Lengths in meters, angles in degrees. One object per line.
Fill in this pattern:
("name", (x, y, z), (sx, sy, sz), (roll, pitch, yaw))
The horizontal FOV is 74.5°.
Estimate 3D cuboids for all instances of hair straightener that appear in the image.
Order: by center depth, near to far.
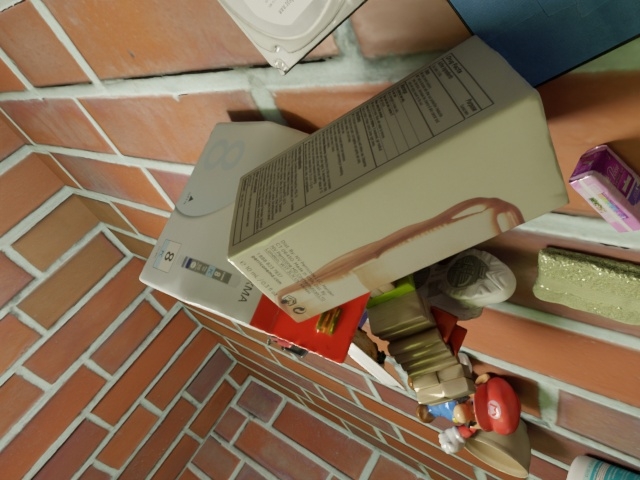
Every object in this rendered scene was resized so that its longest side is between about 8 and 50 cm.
("hair straightener", (-0.081, 0.272, 1.067), (0.089, 0.047, 0.230), (43, 153, -13))

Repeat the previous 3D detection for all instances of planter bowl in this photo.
("planter bowl", (0.443, 0.486, 1.038), (0.162, 0.109, 0.162), (29, 151, 17))

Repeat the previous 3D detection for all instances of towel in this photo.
("towel", (0.365, 0.062, 0.560), (0.148, 0.027, 0.110), (18, 146, 33))

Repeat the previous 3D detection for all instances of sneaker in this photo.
("sneaker", (0.242, 0.084, 0.692), (0.115, 0.090, 0.232), (36, 163, -12))

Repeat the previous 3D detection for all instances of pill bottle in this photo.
("pill bottle", (0.663, 0.562, 0.860), (0.264, 0.146, 0.146), (2, 137, 48))

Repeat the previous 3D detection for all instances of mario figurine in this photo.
("mario figurine", (0.304, 0.374, 0.969), (0.198, 0.170, 0.320), (42, 154, -7))

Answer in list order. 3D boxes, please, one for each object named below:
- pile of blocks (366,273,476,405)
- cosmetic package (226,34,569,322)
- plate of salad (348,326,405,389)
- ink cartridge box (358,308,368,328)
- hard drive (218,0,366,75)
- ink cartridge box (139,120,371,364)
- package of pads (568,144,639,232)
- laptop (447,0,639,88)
("pile of blocks", (0.148, 0.106, 0.653), (0.113, 0.149, 0.362), (-26, 111, 25))
("cosmetic package", (0.063, -0.054, 0.437), (0.296, 0.153, 0.129), (-26, 127, 20))
("plate of salad", (0.060, 0.166, 0.679), (0.200, 0.048, 0.200), (38, 169, 8))
("ink cartridge box", (-0.052, 0.143, 1.048), (0.270, 0.151, 0.395), (41, 151, -8))
("hard drive", (-0.088, -0.341, 0.387), (0.339, 0.064, 0.237), (48, 160, -20))
("ink cartridge box", (-0.081, -0.029, 0.626), (0.385, 0.308, 0.091), (11, 162, 41))
("package of pads", (0.300, -0.053, 0.431), (0.083, 0.050, 0.032), (41, 158, -7))
("laptop", (0.124, -0.237, 0.165), (0.236, 0.408, 0.382), (-37, 108, 28))
